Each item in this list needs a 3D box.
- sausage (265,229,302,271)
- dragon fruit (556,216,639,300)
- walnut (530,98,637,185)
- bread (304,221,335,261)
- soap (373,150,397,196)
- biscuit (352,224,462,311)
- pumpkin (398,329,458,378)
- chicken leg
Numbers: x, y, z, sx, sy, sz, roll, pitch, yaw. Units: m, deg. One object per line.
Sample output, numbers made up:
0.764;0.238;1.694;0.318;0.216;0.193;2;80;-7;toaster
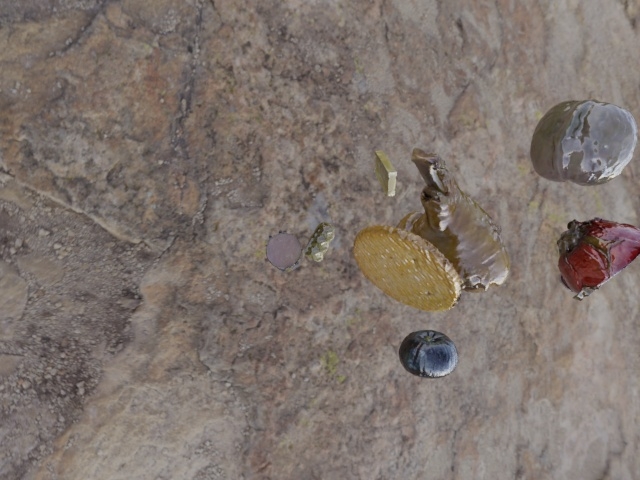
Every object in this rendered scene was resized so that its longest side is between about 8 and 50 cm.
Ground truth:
-0.123;0.046;1.493;0.117;0.317;0.125;-27;85;-5;sausage
0.687;0.018;1.091;0.148;0.224;0.218;47;23;12;dragon fruit
0.699;-0.263;1.144;0.248;0.248;0.249;8;76;-37;walnut
0.000;0.000;1.168;0.060;0.066;0.110;28;90;-22;bread
0.240;-0.255;1.594;0.037;0.252;0.092;-3;120;-3;soap
0.177;0.059;0.898;0.254;0.254;0.035;49;60;-21;biscuit
0.431;0.458;1.711;0.233;0.233;0.163;-9;104;-39;pumpkin
0.276;-0.040;1.029;0.182;0.295;0.409;-50;124;-24;chicken leg
